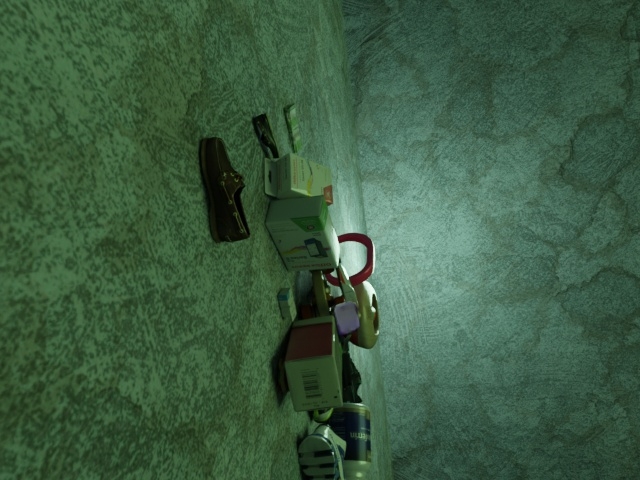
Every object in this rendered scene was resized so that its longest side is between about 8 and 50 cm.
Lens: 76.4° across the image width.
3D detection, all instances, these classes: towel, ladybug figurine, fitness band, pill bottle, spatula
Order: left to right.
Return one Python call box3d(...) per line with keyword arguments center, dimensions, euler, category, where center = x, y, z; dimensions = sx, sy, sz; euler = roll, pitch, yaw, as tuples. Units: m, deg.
box3d(center=(-0.088, -0.388, 1.403), dimensions=(0.113, 0.023, 0.152), euler=(-69, 150, -61), category="towel")
box3d(center=(0.083, 0.328, 1.249), dimensions=(0.030, 0.084, 0.296), euler=(26, -57, 53), category="spatula")
box3d(center=(0.099, 0.717, 1.417), dimensions=(0.153, 0.153, 0.265), euler=(64, 24, -55), category="pill bottle")
box3d(center=(0.115, 0.071, 1.645), dimensions=(0.291, 0.209, 0.054), euler=(-80, 158, -50), category="fitness band")
box3d(center=(0.173, 0.343, 1.871), dimensions=(0.449, 0.162, 0.305), euler=(44, 42, -71), category="ladybug figurine")

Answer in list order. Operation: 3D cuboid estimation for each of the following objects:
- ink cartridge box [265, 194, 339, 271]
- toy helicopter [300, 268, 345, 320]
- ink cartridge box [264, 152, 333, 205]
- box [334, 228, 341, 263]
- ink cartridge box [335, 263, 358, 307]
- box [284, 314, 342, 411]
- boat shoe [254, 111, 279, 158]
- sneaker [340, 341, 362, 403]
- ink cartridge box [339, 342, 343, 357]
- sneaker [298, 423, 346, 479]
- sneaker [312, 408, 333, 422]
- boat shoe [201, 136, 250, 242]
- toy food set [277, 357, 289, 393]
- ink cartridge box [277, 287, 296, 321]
box3d(center=(-0.043, -0.014, 1.138), dimensions=(0.212, 0.154, 0.093), euler=(70, 21, -47), category="ink cartridge box")
box3d(center=(0.002, 0.164, 1.398), dimensions=(0.355, 0.140, 0.235), euler=(53, 23, -85), category="toy helicopter")
box3d(center=(-0.059, -0.166, 1.134), dimensions=(0.198, 0.067, 0.115), euler=(12, 66, -40), category="ink cartridge box")
box3d(center=(0.000, 0.000, 1.330), dimensions=(0.207, 0.036, 0.114), euler=(-154, -130, -64), category="box")
box3d(center=(0.081, 0.122, 1.379), dimensions=(0.145, 0.045, 0.179), euler=(-109, -173, -61), category="ink cartridge box")
box3d(center=(-0.013, 0.324, 1.101), dimensions=(0.232, 0.127, 0.149), euler=(-83, 163, -76), category="box")
box3d(center=(-0.142, -0.277, 1.094), dimensions=(0.049, 0.042, 0.133), euler=(-119, -171, -48), category="boat shoe")
box3d(center=(0.118, 0.549, 1.678), dimensions=(0.101, 0.106, 0.267), euler=(64, 23, -53), category="sneaker")
box3d(center=(0.005, 0.415, 1.250), dimensions=(0.209, 0.109, 0.062), euler=(-76, 155, -55), category="ink cartridge box")
box3d(center=(0.031, 0.684, 1.199), dimensions=(0.182, 0.127, 0.315), euler=(-19, 101, -74), category="sneaker")
box3d(center=(0.017, 0.475, 1.329), dimensions=(0.235, 0.084, 0.097), euler=(-78, 156, -53), category="sneaker")
box3d(center=(-0.179, -0.100, 0.790), dimensions=(0.073, 0.073, 0.207), euler=(-29, 111, -74), category="boat shoe")
box3d(center=(-0.093, 0.354, 1.054), dimensions=(0.083, 0.020, 0.082), euler=(71, 19, -45), category="toy food set")
box3d(center=(-0.091, 0.178, 1.122), dimensions=(0.048, 0.028, 0.083), euler=(-61, 142, -67), category="ink cartridge box")
